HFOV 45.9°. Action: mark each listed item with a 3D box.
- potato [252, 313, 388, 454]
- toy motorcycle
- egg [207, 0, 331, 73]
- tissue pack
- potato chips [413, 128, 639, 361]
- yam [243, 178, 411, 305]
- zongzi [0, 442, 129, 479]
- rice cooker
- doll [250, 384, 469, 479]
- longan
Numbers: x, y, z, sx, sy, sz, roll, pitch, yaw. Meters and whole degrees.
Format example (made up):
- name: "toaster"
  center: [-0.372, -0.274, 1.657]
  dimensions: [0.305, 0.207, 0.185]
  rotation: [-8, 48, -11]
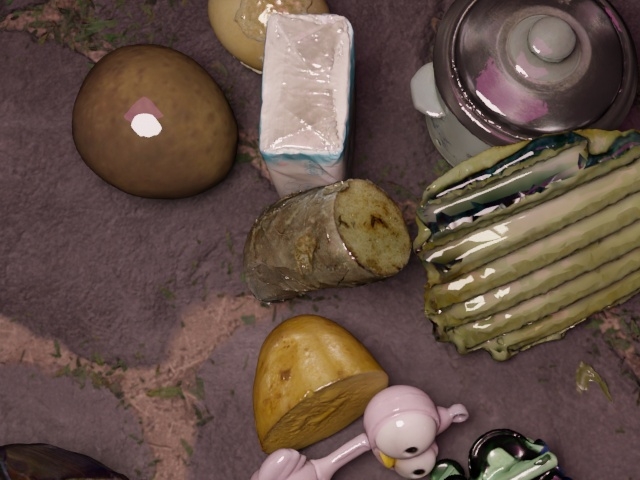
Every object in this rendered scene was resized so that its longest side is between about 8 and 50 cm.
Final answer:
- name: "potato"
  center: [-0.021, 0.183, 1.056]
  dimensions: [0.178, 0.203, 0.158]
  rotation: [-4, 48, -34]
- name: "toy motorcycle"
  center: [0.204, 0.408, 1.016]
  dimensions: [0.331, 0.125, 0.196]
  rotation: [-44, 88, -3]
- name: "egg"
  center: [-0.078, -0.339, 1.156]
  dimensions: [0.201, 0.164, 0.164]
  rotation: [25, 81, 12]
- name: "tissue pack"
  center: [-0.013, -0.170, 1.063]
  dimensions: [0.124, 0.271, 0.201]
  rotation: [6, 79, 3]
- name: "potato chips"
  center: [0.326, 0.000, 0.999]
  dimensions: [0.429, 0.358, 0.070]
  rotation: [-26, 39, 7]
- name: "yam"
  center: [0.000, 0.000, 1.032]
  dimensions: [0.154, 0.254, 0.154]
  rotation: [9, 74, -33]
- name: "zongzi"
  center: [-0.481, 0.421, 0.881]
  dimensions: [0.208, 0.432, 0.403]
  rotation: [11, 77, 41]
- name: "rice cooker"
  center: [0.275, -0.216, 1.048]
  dimensions: [0.316, 0.316, 0.264]
  rotation: [-2, 79, 2]
- name: "doll"
  center: [0.033, 0.304, 1.034]
  dimensions: [0.365, 0.160, 0.094]
  rotation: [-25, 37, 1]
- name: "longan"
  center: [-0.237, -0.169, 1.111]
  dimensions: [0.246, 0.215, 0.246]
  rotation: [15, 65, -35]
